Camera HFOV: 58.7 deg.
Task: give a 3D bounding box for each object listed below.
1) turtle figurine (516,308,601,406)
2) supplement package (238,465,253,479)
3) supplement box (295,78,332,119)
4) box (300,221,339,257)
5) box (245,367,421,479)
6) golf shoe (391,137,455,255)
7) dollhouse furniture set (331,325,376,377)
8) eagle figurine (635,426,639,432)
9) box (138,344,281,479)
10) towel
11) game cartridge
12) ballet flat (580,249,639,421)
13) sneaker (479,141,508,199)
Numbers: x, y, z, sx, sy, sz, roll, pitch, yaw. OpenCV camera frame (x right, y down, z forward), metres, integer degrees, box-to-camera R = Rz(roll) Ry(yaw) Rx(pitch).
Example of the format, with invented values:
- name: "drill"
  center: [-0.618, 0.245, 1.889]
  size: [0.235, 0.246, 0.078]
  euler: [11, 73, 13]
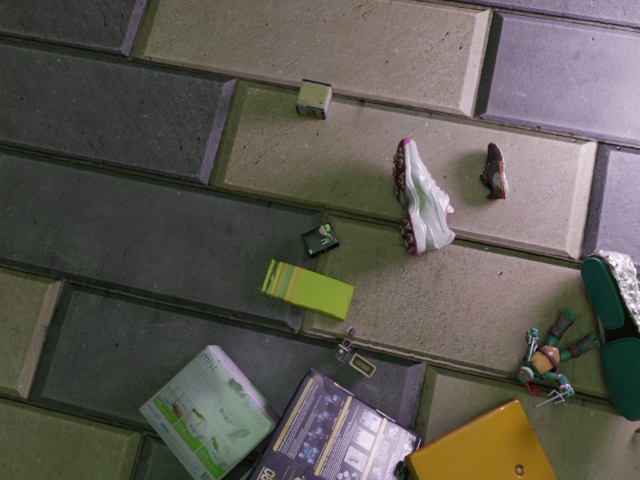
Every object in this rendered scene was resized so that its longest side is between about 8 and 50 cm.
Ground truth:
- name: "turtle figurine"
  center: [0.546, 0.280, 1.365]
  size: [0.234, 0.118, 0.175]
  euler: [-36, 87, -16]
- name: "supplement package"
  center: [-0.150, 0.611, 1.281]
  size: [0.149, 0.194, 0.203]
  euler: [45, 42, 12]
- name: "supplement box"
  center: [-0.017, -0.390, 1.573]
  size: [0.083, 0.056, 0.083]
  euler: [13, 80, 7]
- name: "box"
  center: [0.000, 0.000, 1.499]
  size: [0.083, 0.052, 0.062]
  euler: [-25, 77, 1]
- name: "box"
  center: [0.021, 0.518, 1.243]
  size: [0.318, 0.097, 0.395]
  euler: [32, 42, 1]
- name: "golf shoe"
  center: [0.266, -0.117, 1.479]
  size: [0.140, 0.115, 0.306]
  euler: [-6, 85, -7]
- name: "dollhouse furniture set"
  center: [0.095, 0.282, 1.421]
  size: [0.114, 0.081, 0.091]
  euler: [33, 84, 10]
- name: "eagle figurine"
  center: [0.915, 0.488, 1.258]
  size: [0.225, 0.226, 0.298]
  euler: [-29, 72, -22]
- name: "box"
  center: [-0.264, 0.430, 1.403]
  size: [0.231, 0.127, 0.262]
  euler: [-44, 78, -4]
- name: "towel"
  center: [-0.035, 0.129, 1.496]
  size: [0.237, 0.021, 0.102]
  euler: [18, 87, 7]
- name: "game cartridge"
  center: [0.384, 0.560, 1.300]
  size: [0.324, 0.052, 0.285]
  euler: [-19, 77, -21]
- name: "ballet flat"
  center: [0.745, 0.215, 1.357]
  size: [0.147, 0.147, 0.409]
  euler: [-10, 78, 3]
- name: "sneaker"
  center: [0.447, -0.182, 1.492]
  size: [0.065, 0.061, 0.158]
  euler: [-9, 78, 10]
